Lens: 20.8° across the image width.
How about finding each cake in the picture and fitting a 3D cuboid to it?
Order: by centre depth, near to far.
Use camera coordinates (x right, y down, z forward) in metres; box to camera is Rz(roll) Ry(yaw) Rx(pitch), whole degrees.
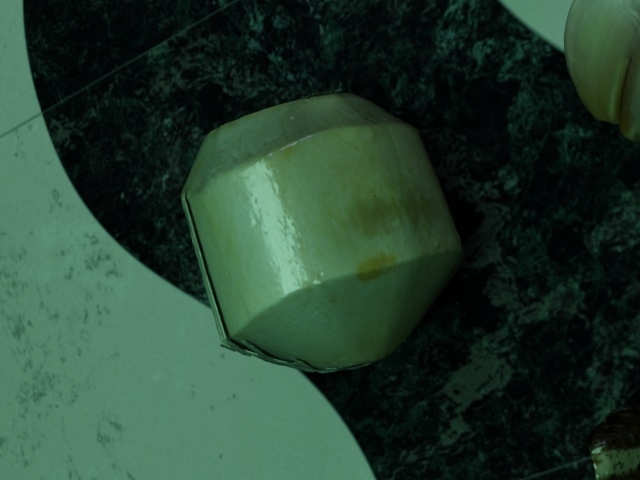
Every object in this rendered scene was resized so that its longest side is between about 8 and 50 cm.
[{"bbox_3d":[0.350,0.222,1.740,0.135,0.246,0.112,-8,88,16],"label":"cake"}]

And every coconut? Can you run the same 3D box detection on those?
[{"bbox_3d":[0.000,0.000,1.938,0.323,0.323,0.323,3,95,35],"label":"coconut"}]

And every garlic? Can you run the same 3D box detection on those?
[{"bbox_3d":[0.349,-0.207,1.786,0.217,0.110,0.228,33,111,32],"label":"garlic"}]
